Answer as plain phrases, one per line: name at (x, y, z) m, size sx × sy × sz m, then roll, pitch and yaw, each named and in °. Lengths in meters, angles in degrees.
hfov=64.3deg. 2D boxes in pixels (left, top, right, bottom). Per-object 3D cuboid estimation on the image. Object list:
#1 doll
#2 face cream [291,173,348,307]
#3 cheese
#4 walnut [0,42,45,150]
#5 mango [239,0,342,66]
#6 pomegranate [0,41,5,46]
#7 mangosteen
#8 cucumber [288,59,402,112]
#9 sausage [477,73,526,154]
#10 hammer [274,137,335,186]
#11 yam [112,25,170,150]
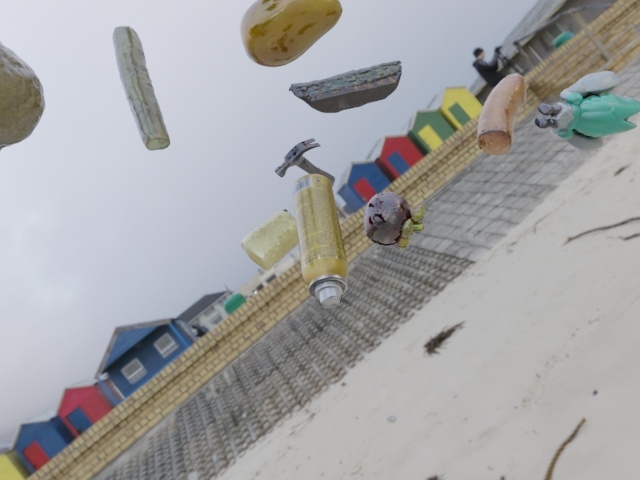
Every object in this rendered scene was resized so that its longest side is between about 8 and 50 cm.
doll at (0.671, -0.336, 1.280) m, size 0.194 × 0.259 × 0.153 m, roll -58°, pitch 26°, yaw 26°
face cream at (0.000, 0.000, 1.172) m, size 0.105 × 0.105 × 0.348 m, roll -41°, pitch 41°, yaw 31°
cheese at (-0.138, -0.003, 1.502) m, size 0.167 × 0.123 × 0.094 m, roll -41°, pitch -7°, yaw -23°
walnut at (-0.649, -0.272, 0.929) m, size 0.228 × 0.282 × 0.283 m, roll 4°, pitch -7°, yaw -4°
mango at (-0.093, -0.621, 1.462) m, size 0.318 × 0.172 × 0.211 m, roll -19°, pitch -25°, yaw 28°
pomegranate at (-0.815, -0.396, 1.165) m, size 0.209 × 0.209 × 0.209 m, roll -39°, pitch -2°, yaw -2°
mangosteen at (0.215, -0.056, 1.497) m, size 0.166 × 0.180 × 0.166 m, roll -53°, pitch -27°, yaw -41°
cucumber at (0.049, -0.263, 0.915) m, size 0.220 × 0.046 × 0.070 m, roll -17°, pitch -33°, yaw -17°
sausage at (0.501, -0.353, 1.403) m, size 0.270 × 0.109 × 0.109 m, roll -61°, pitch 9°, yaw -28°
hammer at (-0.020, -0.213, 1.507) m, size 0.137 × 0.037 × 0.290 m, roll -47°, pitch -23°, yaw 11°
yam at (-0.457, -0.386, 1.282) m, size 0.083 × 0.371 × 0.083 m, roll -18°, pitch -22°, yaw -8°
